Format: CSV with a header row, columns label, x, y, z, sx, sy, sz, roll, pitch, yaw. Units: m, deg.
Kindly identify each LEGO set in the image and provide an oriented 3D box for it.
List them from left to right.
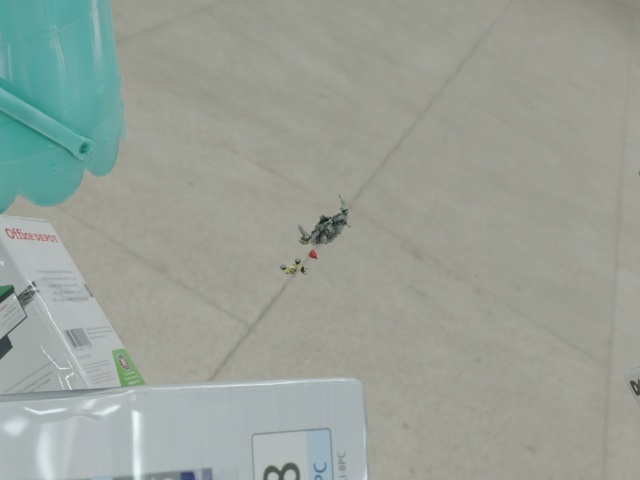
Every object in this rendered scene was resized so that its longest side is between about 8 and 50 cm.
label,x,y,z,sx,sy,sz,roll,pitch,yaw
LEGO set,0.001,0.001,0.876,0.054,0.083,0.023,-15,49,-40

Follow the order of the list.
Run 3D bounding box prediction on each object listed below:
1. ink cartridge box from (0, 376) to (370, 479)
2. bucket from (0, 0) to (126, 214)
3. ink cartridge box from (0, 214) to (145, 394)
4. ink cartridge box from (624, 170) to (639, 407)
label,x,y,z,sx,sy,sz,roll,pitch,yaw
ink cartridge box,-0.149,0.232,0.538,0.385,0.308,0.091,1,-7,-29
bucket,-0.291,-0.162,0.826,0.281,0.183,0.281,4,37,-3
ink cartridge box,-0.296,0.090,1.104,0.219,0.093,0.160,58,6,7
ink cartridge box,0.263,0.060,0.676,0.255,0.097,0.189,63,-8,9
